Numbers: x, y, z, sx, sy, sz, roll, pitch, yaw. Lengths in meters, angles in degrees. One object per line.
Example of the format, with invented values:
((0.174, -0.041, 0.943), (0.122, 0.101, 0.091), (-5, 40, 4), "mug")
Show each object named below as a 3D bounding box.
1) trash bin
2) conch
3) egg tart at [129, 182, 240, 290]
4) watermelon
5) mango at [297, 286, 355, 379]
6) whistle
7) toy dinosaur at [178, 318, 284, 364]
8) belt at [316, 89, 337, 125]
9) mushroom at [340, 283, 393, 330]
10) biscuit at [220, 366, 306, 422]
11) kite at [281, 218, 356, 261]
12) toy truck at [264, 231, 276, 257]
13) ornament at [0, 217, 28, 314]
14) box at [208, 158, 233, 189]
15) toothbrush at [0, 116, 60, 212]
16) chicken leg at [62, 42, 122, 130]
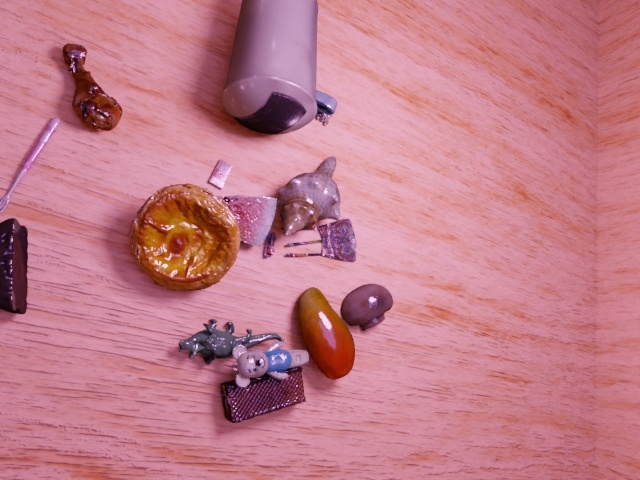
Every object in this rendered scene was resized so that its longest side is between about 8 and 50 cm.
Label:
((-0.140, -0.538, 1.393), (0.281, 0.280, 0.431), (12, 72, -27), "trash bin")
((-0.009, -0.143, 1.455), (0.386, 0.170, 0.203), (-49, 113, -27), "conch")
((-0.362, -0.008, 1.235), (0.295, 0.116, 0.294), (-3, 100, -18), "egg tart")
((-0.266, -0.078, 1.354), (0.241, 0.094, 0.153), (14, 84, -25), "watermelon")
((0.012, 0.289, 1.415), (0.146, 0.129, 0.289), (-31, 88, -28), "mango")
((-0.135, 0.341, 1.290), (0.236, 0.077, 0.113), (1, 69, -32), "whistle")
((-0.254, 0.270, 1.295), (0.292, 0.079, 0.119), (-12, 92, -30), "toy dinosaur")
((-0.032, -0.480, 1.566), (0.179, 0.100, 0.065), (29, 68, -6), "belt")
((0.166, 0.215, 1.530), (0.188, 0.117, 0.141), (-24, 82, -26), "mushroom")
((-0.158, 0.437, 1.320), (0.252, 0.070, 0.106), (-5, 85, -31), "biscuit")
((0.000, 0.000, 1.523), (0.286, 0.015, 0.152), (-1, 79, -32), "kite")
((-0.155, 0.015, 1.424), (0.032, 0.024, 0.083), (6, 75, -6), "toy truck")
((-0.806, 0.068, 1.011), (0.261, 0.106, 0.250), (-1, 74, -21), "ornament")
((-0.301, -0.200, 1.387), (0.046, 0.012, 0.083), (30, 66, -23), "box")
((-0.725, -0.191, 1.137), (0.020, 0.025, 0.286), (29, 68, -23), "toothbrush")
((-0.615, -0.403, 1.213), (0.107, 0.087, 0.251), (-20, 84, -49), "chicken leg")
